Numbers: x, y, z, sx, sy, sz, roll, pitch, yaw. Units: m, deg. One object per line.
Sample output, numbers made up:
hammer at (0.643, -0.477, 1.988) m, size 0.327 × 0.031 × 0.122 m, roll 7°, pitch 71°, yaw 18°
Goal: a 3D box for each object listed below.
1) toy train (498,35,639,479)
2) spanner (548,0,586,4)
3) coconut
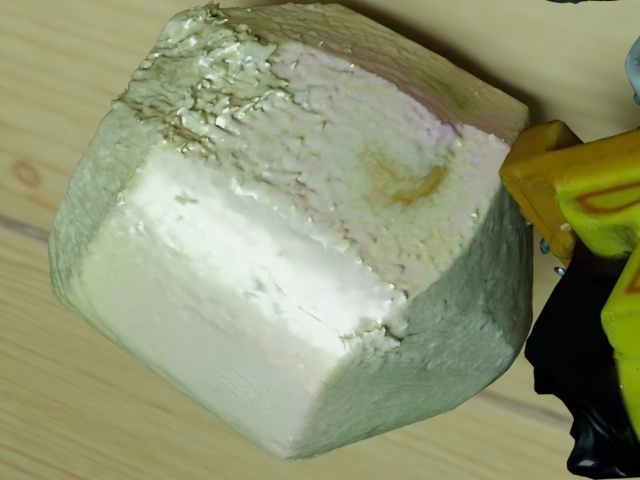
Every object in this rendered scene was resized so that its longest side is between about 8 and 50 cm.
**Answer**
toy train at (0.119, 0.006, 0.420) m, size 0.219 × 0.127 × 0.089 m, roll -11°, pitch 127°, yaw 47°
spanner at (-0.026, -0.167, 0.421) m, size 0.316 × 0.024 × 0.087 m, roll 42°, pitch 146°, yaw -10°
coconut at (0.000, 0.000, 0.529) m, size 0.122 × 0.116 × 0.116 m, roll 31°, pitch 148°, yaw 4°
